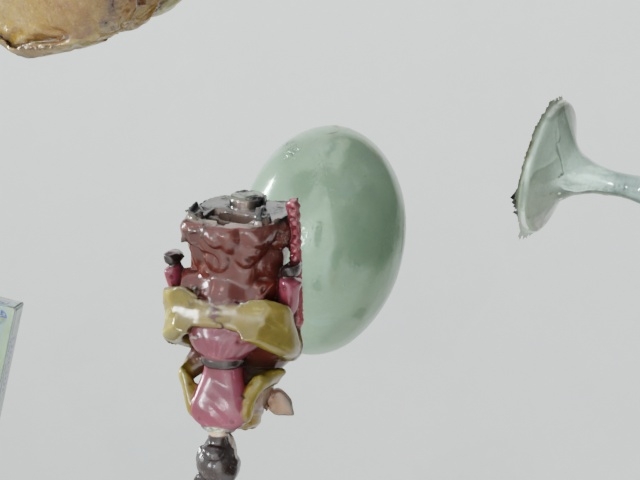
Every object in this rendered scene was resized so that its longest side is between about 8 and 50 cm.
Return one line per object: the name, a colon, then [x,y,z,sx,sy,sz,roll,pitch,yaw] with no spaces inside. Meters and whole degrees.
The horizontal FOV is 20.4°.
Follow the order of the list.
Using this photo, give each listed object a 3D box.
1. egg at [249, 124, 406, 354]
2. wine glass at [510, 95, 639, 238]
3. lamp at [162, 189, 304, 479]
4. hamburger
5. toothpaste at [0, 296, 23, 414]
egg: [0.000,0.000,2.142,0.203,0.203,0.283,-54,-27,-75]
wine glass: [0.340,-0.029,1.622,0.143,0.321,0.143,-51,-29,-45]
lamp: [-0.068,0.087,1.472,0.118,0.118,0.253,-61,-29,-74]
hamburger: [-0.253,-0.303,1.802,0.245,0.260,0.211,36,-139,9]
toothpaste: [-0.288,0.126,1.489,0.034,0.046,0.164,-54,-22,-80]
